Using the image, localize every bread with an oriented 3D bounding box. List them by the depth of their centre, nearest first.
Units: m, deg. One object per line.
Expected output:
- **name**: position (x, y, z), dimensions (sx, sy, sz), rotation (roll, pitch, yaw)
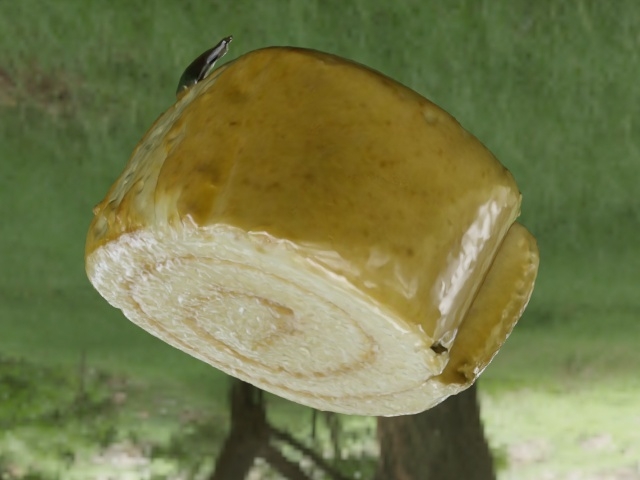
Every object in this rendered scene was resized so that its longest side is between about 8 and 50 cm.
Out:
- **bread**: position (0.000, 0.000, 0.440), dimensions (0.122, 0.073, 0.149), rotation (31, 159, -18)
